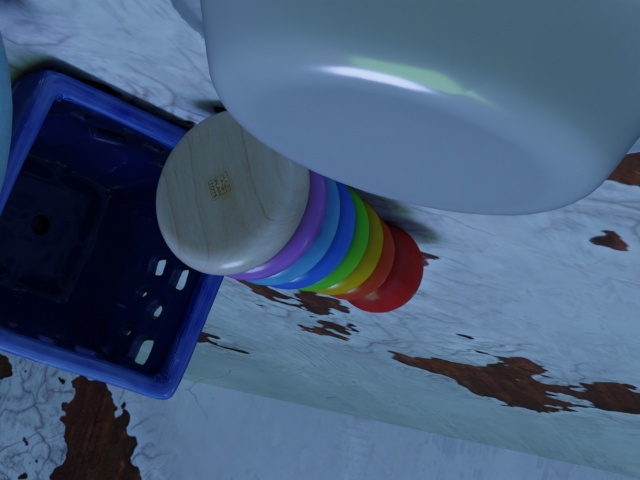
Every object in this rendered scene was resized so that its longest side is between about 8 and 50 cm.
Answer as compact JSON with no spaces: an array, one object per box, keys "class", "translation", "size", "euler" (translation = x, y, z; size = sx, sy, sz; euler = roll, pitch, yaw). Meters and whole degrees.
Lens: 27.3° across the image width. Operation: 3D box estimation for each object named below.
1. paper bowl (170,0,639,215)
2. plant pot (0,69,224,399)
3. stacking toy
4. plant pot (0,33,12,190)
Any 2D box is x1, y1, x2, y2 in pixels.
[{"class":"paper bowl","translation":[0.057,-0.110,0.649],"size":[0.284,0.148,0.284],"euler":[16,167,4]},{"class":"plant pot","translation":[-0.235,-0.006,1.209],"size":[0.236,0.235,0.212],"euler":[25,170,-33]},{"class":"stacking toy","translation":[0.000,0.000,1.188],"size":[0.141,0.141,0.330],"euler":[6,168,32]},{"class":"plant pot","translation":[-0.461,-0.101,0.933],"size":[0.334,0.341,0.341],"euler":[17,169,32]}]
